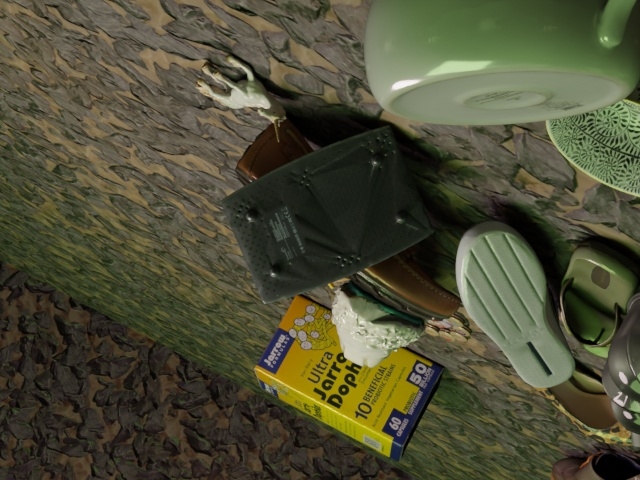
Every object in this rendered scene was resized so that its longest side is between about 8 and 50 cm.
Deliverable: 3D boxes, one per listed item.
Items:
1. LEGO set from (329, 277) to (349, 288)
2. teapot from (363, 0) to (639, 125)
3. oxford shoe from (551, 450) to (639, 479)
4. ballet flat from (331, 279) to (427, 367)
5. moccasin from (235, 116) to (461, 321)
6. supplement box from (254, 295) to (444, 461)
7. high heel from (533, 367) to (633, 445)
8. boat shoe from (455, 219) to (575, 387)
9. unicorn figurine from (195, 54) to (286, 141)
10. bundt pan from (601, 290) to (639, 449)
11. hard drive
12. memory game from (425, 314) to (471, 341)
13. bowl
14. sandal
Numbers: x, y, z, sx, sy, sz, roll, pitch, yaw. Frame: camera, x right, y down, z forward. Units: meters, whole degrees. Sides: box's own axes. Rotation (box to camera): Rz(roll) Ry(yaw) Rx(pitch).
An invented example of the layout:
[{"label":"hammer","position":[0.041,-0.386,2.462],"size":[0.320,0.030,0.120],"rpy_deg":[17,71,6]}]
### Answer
[{"label":"LEGO set","position":[0.000,0.000,1.921],"size":[0.287,0.107,0.132],"rpy_deg":[39,-165,-39]},{"label":"teapot","position":[0.155,-0.209,0.941],"size":[0.256,0.187,0.252],"rpy_deg":[-2,175,11]},{"label":"oxford shoe","position":[0.586,0.483,2.285],"size":[0.363,0.130,0.133],"rpy_deg":[3,116,67]},{"label":"ballet flat","position":[0.099,0.143,1.808],"size":[0.147,0.147,0.409],"rpy_deg":[25,-175,15]},{"label":"moccasin","position":[0.057,-0.029,1.605],"size":[0.380,0.147,0.139],"rpy_deg":[41,176,6]},{"label":"supplement box","position":[0.061,0.300,2.416],"size":[0.356,0.194,0.195],"rpy_deg":[26,162,11]},{"label":"high heel","position":[0.444,0.263,1.877],"size":[0.261,0.093,0.186],"rpy_deg":[29,171,33]},{"label":"boat shoe","position":[0.271,0.079,1.607],"size":[0.121,0.119,0.335],"rpy_deg":[-22,130,9]},{"label":"unicorn figurine","position":[-0.108,-0.206,1.555],"size":[0.111,0.060,0.162],"rpy_deg":[39,176,-27]},{"label":"bundt pan","position":[0.491,0.207,1.382],"size":[0.331,0.124,0.331],"rpy_deg":[36,152,23]},{"label":"hard drive","position":[0.010,-0.034,1.503],"size":[0.172,0.254,0.054],"rpy_deg":[66,-168,0]},{"label":"memory game","position":[0.196,0.139,2.072],"size":[0.186,0.012,0.186],"rpy_deg":[26,162,9]},{"label":"bowl","position":[0.313,-0.119,1.081],"size":[0.170,0.080,0.170],"rpy_deg":[26,162,9]},{"label":"sandal","position":[0.377,0.097,1.553],"size":[0.120,0.086,0.303],"rpy_deg":[22,161,23]}]
